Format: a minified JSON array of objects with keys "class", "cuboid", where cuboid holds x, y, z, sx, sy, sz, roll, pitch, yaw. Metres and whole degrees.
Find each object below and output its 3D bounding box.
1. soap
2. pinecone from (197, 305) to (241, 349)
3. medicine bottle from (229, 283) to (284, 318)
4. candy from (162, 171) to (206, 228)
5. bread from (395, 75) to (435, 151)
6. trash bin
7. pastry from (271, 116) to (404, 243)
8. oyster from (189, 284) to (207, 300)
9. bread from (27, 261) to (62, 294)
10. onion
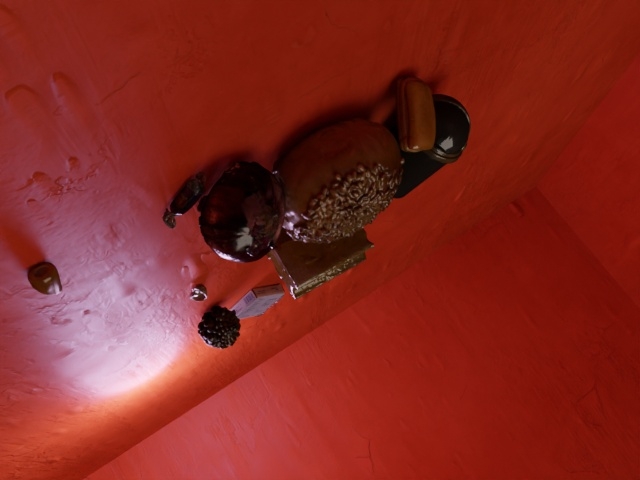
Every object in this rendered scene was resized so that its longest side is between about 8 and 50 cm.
[{"class":"soap","cuboid":[-0.024,-0.001,1.942,0.281,0.259,0.143,-31,167,-18]},{"class":"pinecone","cuboid":[-0.377,0.322,2.358,0.173,0.174,0.173,-32,163,-11]},{"class":"medicine bottle","cuboid":[-0.255,0.250,2.553,0.171,0.052,0.201,-43,161,25]},{"class":"candy","cuboid":[-0.313,-0.096,1.493,0.175,0.045,0.043,-44,175,29]},{"class":"bread","cuboid":[0.252,-0.334,1.684,0.116,0.201,0.077,-8,-174,-43]},{"class":"trash bin","cuboid":[0.292,-0.284,1.871,0.214,0.214,0.334,-16,161,-47]},{"class":"pastry","cuboid":[0.050,-0.144,1.714,0.409,0.245,0.409,-30,164,-10]},{"class":"oyster","cuboid":[-0.406,0.168,2.098,0.083,0.038,0.080,-13,150,33]},{"class":"bread","cuboid":[-0.612,0.092,1.422,0.062,0.049,0.103,-27,160,-26]},{"class":"onion","cuboid":[-0.201,-0.067,1.537,0.252,0.219,0.252,13,90,-72]}]
